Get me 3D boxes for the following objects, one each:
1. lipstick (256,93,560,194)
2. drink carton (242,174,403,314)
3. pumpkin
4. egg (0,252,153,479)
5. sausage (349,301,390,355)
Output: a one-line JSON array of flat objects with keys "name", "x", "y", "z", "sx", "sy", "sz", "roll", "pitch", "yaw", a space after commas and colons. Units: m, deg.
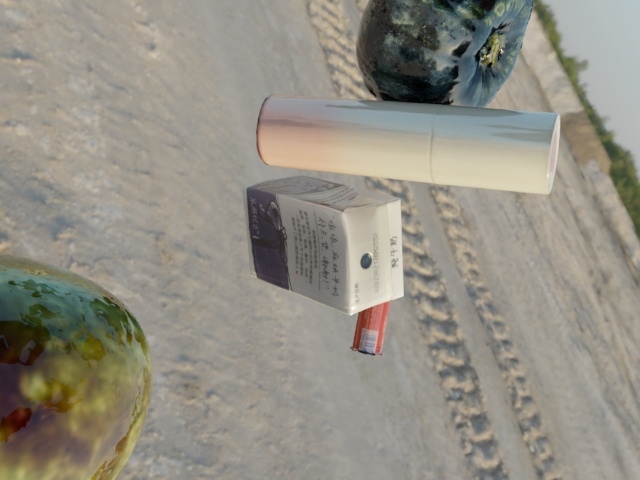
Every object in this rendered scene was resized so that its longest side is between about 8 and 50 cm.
[{"name": "lipstick", "x": 0.093, "y": -0.111, "z": 0.873, "sx": 0.087, "sy": 0.327, "sz": 0.087, "roll": 8, "pitch": 90, "yaw": -70}, {"name": "drink carton", "x": 0.000, "y": -0.001, "z": 1.023, "sx": 0.102, "sy": 0.222, "sz": 0.134, "roll": -14, "pitch": 110, "yaw": -35}, {"name": "pumpkin", "x": 0.148, "y": -0.251, "z": 0.933, "sx": 0.163, "sy": 0.233, "sz": 0.233, "roll": 33, "pitch": 7, "yaw": 26}, {"name": "egg", "x": -0.248, "y": 0.121, "z": 0.504, "sx": 0.289, "sy": 0.238, "sz": 0.238, "roll": -15, "pitch": 75, "yaw": -29}, {"name": "sausage", "x": 0.076, "y": 0.089, "z": 1.107, "sx": 0.050, "sy": 0.048, "sz": 0.145, "roll": -157, "pitch": -104, "yaw": -76}]
